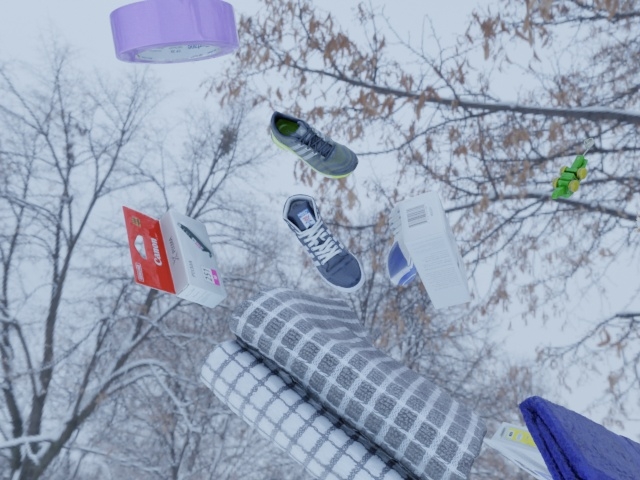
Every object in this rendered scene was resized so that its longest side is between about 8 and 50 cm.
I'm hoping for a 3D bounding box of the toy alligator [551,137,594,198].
[{"bbox_3d":[0.622,-0.163,1.340,0.056,0.189,0.051,21,-21,51],"label":"toy alligator"}]

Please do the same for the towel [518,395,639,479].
[{"bbox_3d":[0.478,0.381,0.876,0.308,0.227,0.076,27,-75,-10],"label":"towel"}]

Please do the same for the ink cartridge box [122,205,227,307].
[{"bbox_3d":[-0.376,0.026,1.419,0.060,0.275,0.239,-40,-40,18],"label":"ink cartridge box"}]

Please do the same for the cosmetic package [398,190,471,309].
[{"bbox_3d":[0.233,0.025,1.106,0.086,0.117,0.231,-17,-44,19],"label":"cosmetic package"}]

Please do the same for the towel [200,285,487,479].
[{"bbox_3d":[0.042,0.153,0.557,0.235,0.121,0.284,31,-1,18],"label":"towel"}]

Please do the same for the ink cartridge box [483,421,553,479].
[{"bbox_3d":[0.586,0.556,1.344,0.304,0.072,0.307,36,-15,-9],"label":"ink cartridge box"}]

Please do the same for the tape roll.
[{"bbox_3d":[-0.325,-0.466,1.239,0.275,0.275,0.090,-3,-78,22],"label":"tape roll"}]

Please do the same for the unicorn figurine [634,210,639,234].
[{"bbox_3d":[0.871,-0.026,1.440,0.111,0.162,0.060,18,-71,-48],"label":"unicorn figurine"}]

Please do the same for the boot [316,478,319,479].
[{"bbox_3d":[0.030,0.379,0.869,0.131,0.347,0.260,-14,-38,-22],"label":"boot"}]

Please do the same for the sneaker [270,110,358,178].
[{"bbox_3d":[-0.030,-0.274,1.567,0.300,0.111,0.121,28,-5,17],"label":"sneaker"}]

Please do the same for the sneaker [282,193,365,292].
[{"bbox_3d":[0.000,0.000,1.357,0.099,0.282,0.153,-35,-34,-4],"label":"sneaker"}]

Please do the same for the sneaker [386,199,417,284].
[{"bbox_3d":[0.331,0.019,1.847,0.182,0.315,0.127,29,-44,-21],"label":"sneaker"}]
